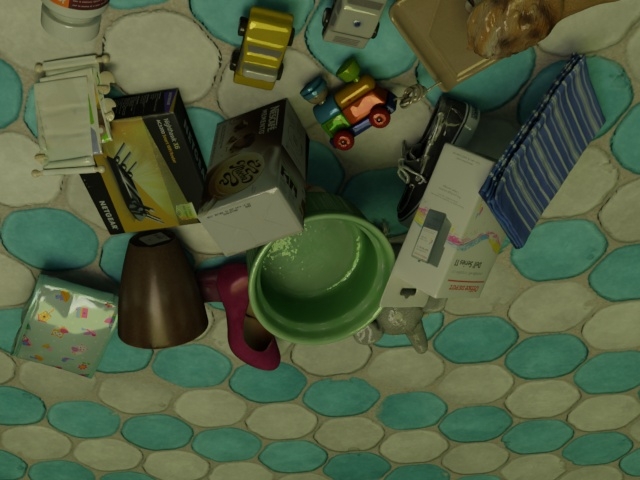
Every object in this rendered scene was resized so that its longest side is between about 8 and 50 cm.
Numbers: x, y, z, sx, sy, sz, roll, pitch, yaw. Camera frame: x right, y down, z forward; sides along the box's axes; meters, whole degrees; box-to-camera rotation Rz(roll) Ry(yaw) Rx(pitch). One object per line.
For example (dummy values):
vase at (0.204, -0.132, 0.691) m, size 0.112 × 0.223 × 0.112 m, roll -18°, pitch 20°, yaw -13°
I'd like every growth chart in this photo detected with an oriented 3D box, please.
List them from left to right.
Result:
growth chart at (-0.474, -0.237, 1.528) m, size 0.171 × 0.021 × 0.237 m, roll 2°, pitch 96°, yaw 5°

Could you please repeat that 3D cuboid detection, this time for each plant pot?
plant pot at (-0.378, 0.100, 1.857) m, size 0.215 × 0.215 × 0.231 m, roll -2°, pitch 112°, yaw 1°

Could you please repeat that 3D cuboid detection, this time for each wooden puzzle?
wooden puzzle at (0.274, -0.409, 1.448) m, size 0.238 × 0.044 × 0.221 m, roll -31°, pitch 129°, yaw 20°

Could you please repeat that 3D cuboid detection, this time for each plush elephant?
plush elephant at (0.195, 0.140, 1.859) m, size 0.271 × 0.255 × 0.330 m, roll -22°, pitch 132°, yaw 20°

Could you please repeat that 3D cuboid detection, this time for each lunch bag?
lunch bag at (-0.620, 0.193, 1.967) m, size 0.223 × 0.160 × 0.262 m, roll 19°, pitch 129°, yaw -19°

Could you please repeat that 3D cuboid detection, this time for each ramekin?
ramekin at (-0.009, 0.049, 1.624) m, size 0.303 × 0.148 × 0.304 m, roll -7°, pitch 120°, yaw -12°

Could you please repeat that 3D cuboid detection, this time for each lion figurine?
lion figurine at (0.434, -0.437, 1.328) m, size 0.392 × 0.142 × 0.240 m, roll -14°, pitch 145°, yaw -5°

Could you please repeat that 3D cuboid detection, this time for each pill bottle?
pill bottle at (-0.408, -0.451, 1.331) m, size 0.121 × 0.121 × 0.221 m, roll 13°, pitch 134°, yaw -14°

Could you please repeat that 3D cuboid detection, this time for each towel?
towel at (0.439, -0.162, 1.533) m, size 0.336 × 0.040 × 0.243 m, roll -55°, pitch 141°, yaw -6°

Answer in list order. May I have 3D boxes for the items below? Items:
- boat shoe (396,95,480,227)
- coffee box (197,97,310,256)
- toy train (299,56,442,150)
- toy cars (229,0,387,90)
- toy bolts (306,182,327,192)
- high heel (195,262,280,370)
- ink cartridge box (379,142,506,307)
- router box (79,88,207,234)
boat shoe at (0.214, -0.160, 1.653) m, size 0.104 × 0.113 × 0.306 m, roll 19°, pitch 130°, yaw -11°
coffee box at (-0.121, -0.128, 1.543) m, size 0.168 × 0.297 × 0.119 m, roll -18°, pitch 129°, yaw 18°
toy train at (0.090, -0.294, 1.529) m, size 0.248 × 0.105 × 0.143 m, roll -30°, pitch 116°, yaw 27°
toy cars at (-0.023, -0.361, 1.416) m, size 0.393 × 0.087 × 0.176 m, roll -18°, pitch 143°, yaw 29°
toy bolts at (0.000, 0.000, 1.738) m, size 0.228 × 0.218 × 0.158 m, roll 23°, pitch 157°, yaw -32°
high heel at (-0.155, 0.205, 1.991) m, size 0.181 × 0.127 × 0.377 m, roll -6°, pitch 136°, yaw 33°
ink cartridge box at (0.271, 0.000, 1.592) m, size 0.207 × 0.119 × 0.354 m, roll 5°, pitch 110°, yaw -54°
router box at (-0.373, -0.156, 1.667) m, size 0.242 × 0.081 × 0.309 m, roll -8°, pitch 136°, yaw 7°
